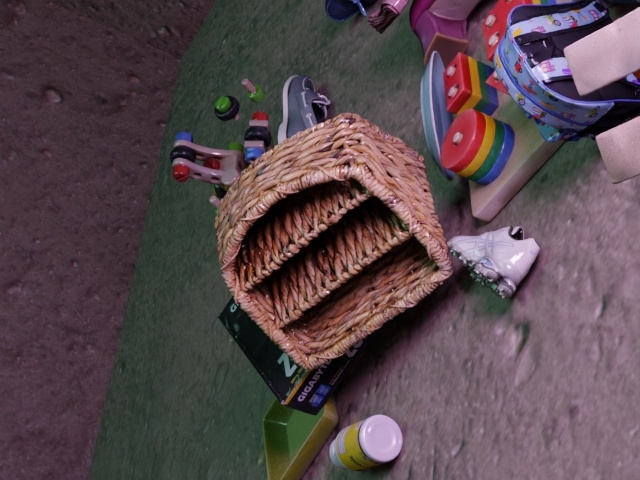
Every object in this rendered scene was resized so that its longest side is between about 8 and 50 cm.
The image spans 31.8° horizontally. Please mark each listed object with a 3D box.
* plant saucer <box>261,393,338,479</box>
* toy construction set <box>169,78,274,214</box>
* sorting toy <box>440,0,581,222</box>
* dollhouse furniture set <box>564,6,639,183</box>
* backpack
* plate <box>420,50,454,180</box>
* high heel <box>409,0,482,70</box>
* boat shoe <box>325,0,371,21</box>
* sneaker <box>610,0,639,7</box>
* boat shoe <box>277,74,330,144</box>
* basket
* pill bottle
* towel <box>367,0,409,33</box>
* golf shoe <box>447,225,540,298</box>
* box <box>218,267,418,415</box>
[{"bbox_3d":[-0.028,0.288,1.798,0.188,0.045,0.188,-59,21,24],"label":"plant saucer"},{"bbox_3d":[-0.162,-0.136,2.471,0.257,0.237,0.309,-32,48,11],"label":"toy construction set"},{"bbox_3d":[0.251,-0.204,1.510,0.257,0.089,0.256,-52,25,39],"label":"sorting toy"},{"bbox_3d":[0.332,-0.080,0.936,0.135,0.262,0.259,-25,83,50],"label":"dollhouse furniture set"},{"bbox_3d":[0.270,-0.189,1.265,0.117,0.173,0.158,-49,58,47],"label":"backpack"},{"bbox_3d":[0.168,-0.178,1.618,0.188,0.024,0.188,-6,-90,-74],"label":"plate"},{"bbox_3d":[0.241,-0.449,1.734,0.377,0.127,0.181,-53,30,41],"label":"high heel"},{"bbox_3d":[0.082,-0.529,2.288,0.258,0.109,0.089,-48,31,49],"label":"boat shoe"},{"bbox_3d":[0.378,-0.390,1.371,0.163,0.086,0.226,9,79,68],"label":"sneaker"},{"bbox_3d":[-0.021,-0.252,2.333,0.099,0.116,0.319,-13,34,13],"label":"boat shoe"},{"bbox_3d":[0.000,0.000,1.545,0.299,0.213,0.223,-35,46,30],"label":"basket"},{"bbox_3d":[0.059,0.282,1.544,0.116,0.065,0.065,-37,36,57],"label":"pill bottle"},{"bbox_3d":[0.198,-0.490,1.837,0.329,0.037,0.237,-53,6,-1],"label":"towel"},{"bbox_3d":[0.223,0.016,1.421,0.086,0.069,0.176,-45,21,-2],"label":"golf shoe"},{"bbox_3d":[0.000,0.068,1.736,0.322,0.079,0.257,-55,41,10],"label":"box"}]
